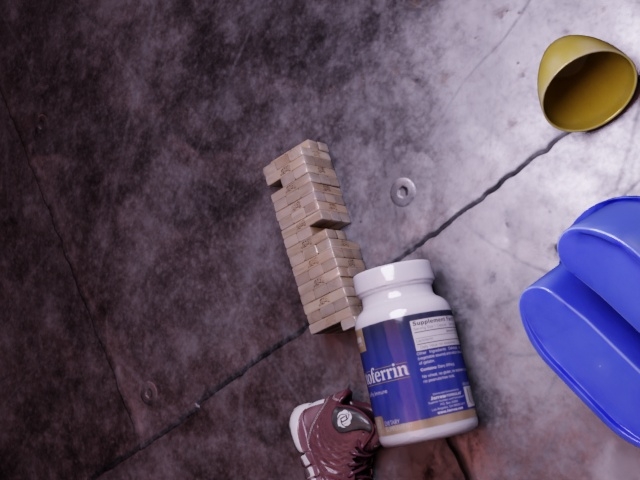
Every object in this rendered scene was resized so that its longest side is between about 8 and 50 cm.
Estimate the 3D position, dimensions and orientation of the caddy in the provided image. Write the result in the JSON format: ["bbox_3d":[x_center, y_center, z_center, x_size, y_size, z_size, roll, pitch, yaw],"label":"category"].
[{"bbox_3d":[0.426,0.101,1.082,0.341,0.179,0.241,49,137,27],"label":"caddy"}]

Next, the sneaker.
[{"bbox_3d":[0.061,0.370,1.363,0.162,0.106,0.282,-34,68,25],"label":"sneaker"}]

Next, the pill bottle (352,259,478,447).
[{"bbox_3d":[0.137,0.170,1.290,0.153,0.153,0.265,-21,75,32],"label":"pill bottle"}]

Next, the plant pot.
[{"bbox_3d":[0.360,-0.234,1.187,0.134,0.134,0.095,-41,38,26],"label":"plant pot"}]

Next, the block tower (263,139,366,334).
[{"bbox_3d":[0.000,0.000,1.436,0.097,0.091,0.336,-28,71,31],"label":"block tower"}]
